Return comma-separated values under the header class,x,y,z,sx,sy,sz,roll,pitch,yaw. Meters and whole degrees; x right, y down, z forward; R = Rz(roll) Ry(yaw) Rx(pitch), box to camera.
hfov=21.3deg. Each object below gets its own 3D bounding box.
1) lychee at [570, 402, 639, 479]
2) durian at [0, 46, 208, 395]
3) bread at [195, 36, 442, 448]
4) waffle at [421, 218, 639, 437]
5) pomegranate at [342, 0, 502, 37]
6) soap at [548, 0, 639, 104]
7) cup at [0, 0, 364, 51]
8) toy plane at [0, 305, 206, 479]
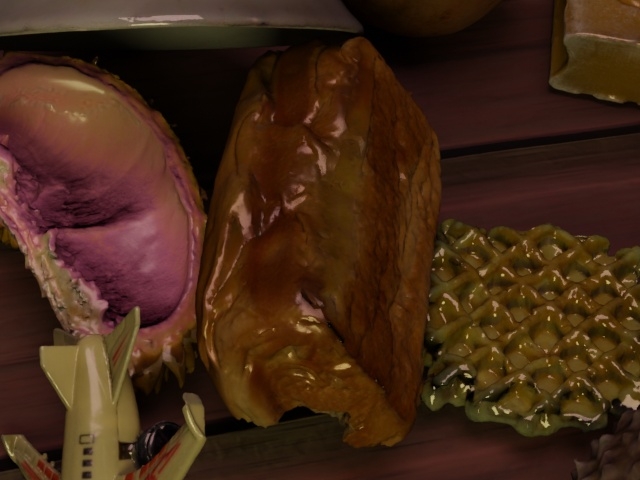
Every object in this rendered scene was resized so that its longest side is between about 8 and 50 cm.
class,x,y,z,sx,sy,sz,roll,pitch,yaw
lychee,0.290,0.224,1.144,0.300,0.300,0.300,5,49,-5
durian,-0.187,-0.015,1.377,0.191,0.112,0.341,-21,64,-36
bread,-0.007,0.000,1.337,0.149,0.195,0.344,-18,41,27
waffle,0.169,0.071,1.390,0.204,0.054,0.223,8,47,-2
pomegranate,0.116,-0.320,1.599,0.270,0.252,0.229,-14,58,-42
soap,0.315,-0.251,1.674,0.173,0.089,0.274,11,49,-1
cup,-0.137,-0.244,1.412,0.347,0.347,0.163,-1,93,-11
toy plane,-0.147,0.181,1.180,0.104,0.242,0.256,-8,85,-41
